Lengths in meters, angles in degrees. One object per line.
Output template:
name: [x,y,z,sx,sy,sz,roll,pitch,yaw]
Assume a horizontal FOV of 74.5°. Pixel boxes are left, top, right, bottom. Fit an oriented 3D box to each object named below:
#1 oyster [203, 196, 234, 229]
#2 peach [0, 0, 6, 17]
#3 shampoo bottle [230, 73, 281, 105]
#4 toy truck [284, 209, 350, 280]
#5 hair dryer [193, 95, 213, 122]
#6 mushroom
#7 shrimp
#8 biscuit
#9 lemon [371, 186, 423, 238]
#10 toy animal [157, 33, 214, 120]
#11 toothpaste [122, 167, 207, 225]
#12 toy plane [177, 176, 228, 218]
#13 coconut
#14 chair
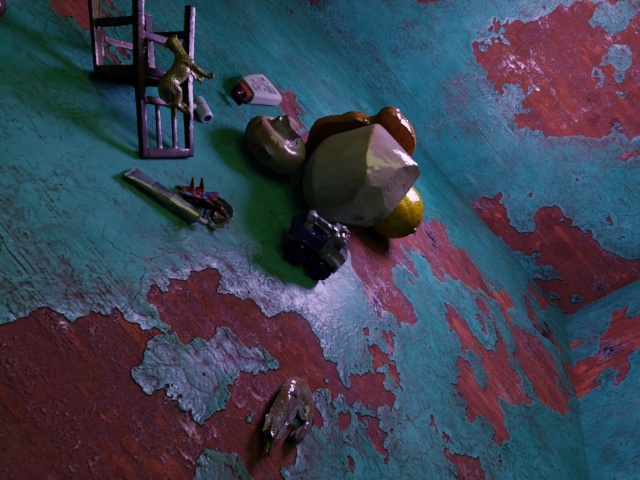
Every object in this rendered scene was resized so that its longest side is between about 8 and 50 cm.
oyster: [-0.289,-0.071,1.189,0.098,0.037,0.100,37,50,17]
peach: [-0.818,-0.585,1.028,0.083,0.083,0.083,31,36,-26]
shampoo bottle: [-0.280,-0.605,1.722,0.153,0.071,0.284,50,34,-4]
toy truck: [0.000,0.000,1.322,0.213,0.177,0.161,36,33,-19]
hair dryer: [-0.428,-0.436,1.386,0.137,0.047,0.082,-9,64,-48]
mushroom: [-0.153,-0.345,1.500,0.255,0.184,0.255,47,22,-27]
shrimp: [-0.067,0.403,0.944,0.126,0.047,0.223,55,29,-10]
biscuit: [0.147,-0.373,1.677,0.349,0.456,0.078,70,21,-53]
lemon: [0.296,-0.148,1.779,0.245,0.245,0.320,-8,55,-54]
toy animal: [-0.387,-0.429,1.123,0.073,0.181,0.136,26,-8,43]
toothpaste: [-0.395,-0.110,1.090,0.233,0.038,0.060,37,30,-14]
toy plane: [-0.307,-0.104,1.142,0.130,0.061,0.189,-3,41,-51]
coconut: [0.150,-0.220,1.510,0.415,0.415,0.344,-76,152,-53]
chair: [-0.505,-0.457,1.204,0.241,0.416,0.203,13,15,30]
